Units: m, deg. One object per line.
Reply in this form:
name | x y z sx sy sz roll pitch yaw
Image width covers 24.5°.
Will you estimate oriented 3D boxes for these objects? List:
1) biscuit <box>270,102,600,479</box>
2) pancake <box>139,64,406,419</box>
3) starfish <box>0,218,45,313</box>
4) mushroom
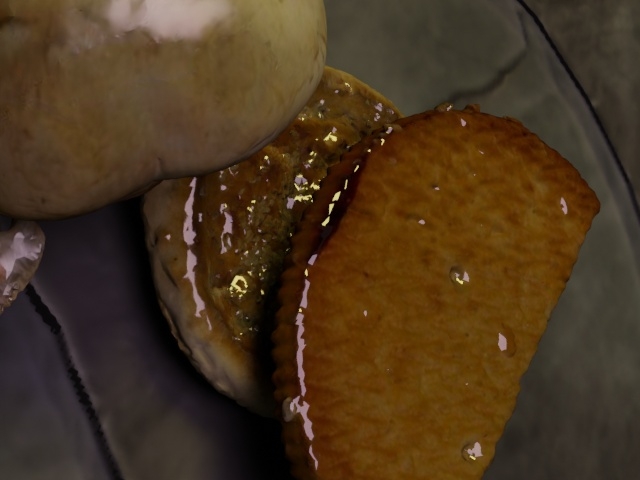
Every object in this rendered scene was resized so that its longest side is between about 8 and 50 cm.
biscuit | 0.037 0.023 0.561 0.126 0.025 0.206 47 55 -25
pancake | 0.000 0.000 0.569 0.158 0.028 0.158 11 73 -37
starfish | -0.177 0.107 0.402 0.295 0.048 0.231 -25 94 -36
mushroom | -0.072 -0.068 0.477 0.148 0.112 0.148 8 39 -6
